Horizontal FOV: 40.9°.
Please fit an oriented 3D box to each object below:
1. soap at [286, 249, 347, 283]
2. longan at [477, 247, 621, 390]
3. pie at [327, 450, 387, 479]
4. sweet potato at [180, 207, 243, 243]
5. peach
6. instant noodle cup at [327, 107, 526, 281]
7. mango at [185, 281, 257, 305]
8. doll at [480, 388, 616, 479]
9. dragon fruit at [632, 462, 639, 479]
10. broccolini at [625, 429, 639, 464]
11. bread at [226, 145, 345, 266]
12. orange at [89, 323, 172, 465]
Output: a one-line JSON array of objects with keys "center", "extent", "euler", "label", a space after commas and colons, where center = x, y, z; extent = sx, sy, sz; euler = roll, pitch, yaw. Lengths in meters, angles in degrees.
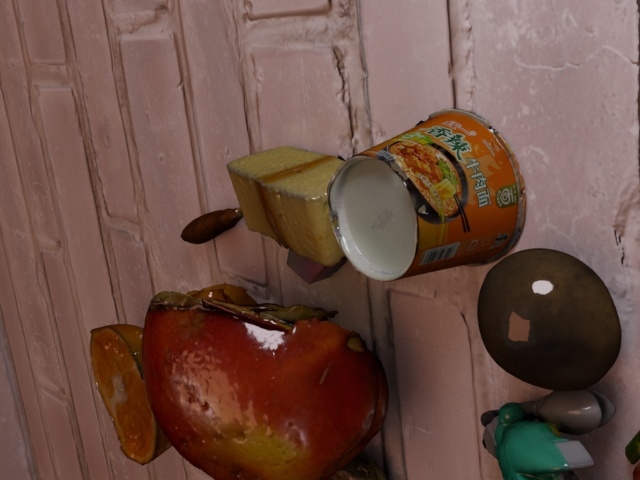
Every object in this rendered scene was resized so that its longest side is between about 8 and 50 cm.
[{"center": [0.000, 0.000, 1.459], "extent": [0.100, 0.056, 0.149], "euler": [39, 133, 32], "label": "soap"}, {"center": [0.283, 0.099, 1.069], "extent": [0.187, 0.167, 0.167], "euler": [38, 136, 7], "label": "longan"}, {"center": [0.064, 0.448, 1.555], "extent": [0.193, 0.079, 0.163], "euler": [17, 126, 47], "label": "pie"}, {"center": [-0.216, -0.032, 1.718], "extent": [0.264, 0.057, 0.057], "euler": [-22, 88, 53], "label": "sweet potato"}, {"center": [-0.108, 0.223, 1.412], "extent": [0.416, 0.353, 0.339], "euler": [49, 177, 10], "label": "peach"}, {"center": [0.132, -0.050, 1.168], "extent": [0.230, 0.182, 0.230], "euler": [26, 126, 44], "label": "instant noodle cup"}, {"center": [-0.173, 0.240, 1.690], "extent": [0.201, 0.199, 0.350], "euler": [-130, 18, -71], "label": "mango"}, {"center": [0.303, 0.267, 1.131], "extent": [0.258, 0.153, 0.195], "euler": [-116, 19, -57], "label": "doll"}, {"center": [0.460, 0.386, 0.974], "extent": [0.240, 0.302, 0.330], "euler": [51, 169, -27], "label": "dragon fruit"}, {"center": [0.417, 0.200, 1.031], "extent": [0.058, 0.067, 0.216], "euler": [54, 149, 26], "label": "broccolini"}, {"center": [-0.040, -0.070, 1.371], "extent": [0.266, 0.141, 0.178], "euler": [20, 95, 52], "label": "bread"}, {"center": [-0.425, 0.351, 1.991], "extent": [0.274, 0.274, 0.310], "euler": [117, 158, -44], "label": "orange"}]
